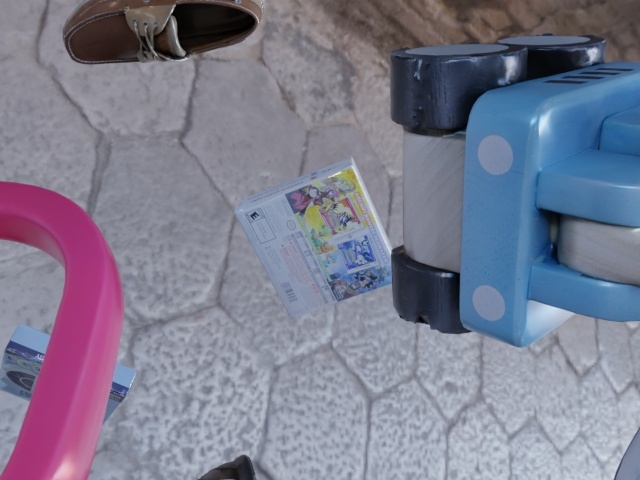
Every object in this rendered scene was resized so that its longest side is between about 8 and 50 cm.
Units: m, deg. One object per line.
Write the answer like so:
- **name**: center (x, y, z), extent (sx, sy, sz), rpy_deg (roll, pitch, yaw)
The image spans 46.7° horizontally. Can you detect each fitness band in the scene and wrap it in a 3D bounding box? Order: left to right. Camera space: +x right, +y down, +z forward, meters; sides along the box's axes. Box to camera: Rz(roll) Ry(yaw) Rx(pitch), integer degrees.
- **fitness band**: center (-0.220, 0.080, 0.402), extent (0.054, 0.208, 0.291), rpy_deg (87, 2, -47)

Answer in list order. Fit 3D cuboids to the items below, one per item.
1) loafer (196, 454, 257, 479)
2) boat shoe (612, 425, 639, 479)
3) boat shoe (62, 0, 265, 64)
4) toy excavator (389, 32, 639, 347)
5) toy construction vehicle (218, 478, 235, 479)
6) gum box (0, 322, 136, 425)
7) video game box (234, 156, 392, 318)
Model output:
- **loafer**: center (-0.095, 0.307, 0.793), extent (0.078, 0.220, 0.080), rpy_deg (-14, 98, -10)
- **boat shoe**: center (0.220, 0.193, 0.508), extent (0.083, 0.076, 0.226), rpy_deg (22, 92, -4)
- **boat shoe**: center (-0.242, -0.334, 1.138), extent (0.123, 0.324, 0.116), rpy_deg (71, 5, -45)
- **toy excavator**: center (0.229, -0.009, 0.489), extent (0.432, 0.445, 0.223), rpy_deg (-21, 117, -43)
- **toy construction vehicle**: center (-0.084, 0.228, 0.546), extent (0.098, 0.035, 0.086), rpy_deg (-67, 159, -13)
- **gum box**: center (-0.343, 0.186, 0.986), extent (0.156, 0.184, 0.041), rpy_deg (26, 57, -13)
- **video game box**: center (0.000, 0.000, 1.100), extent (0.048, 0.187, 0.205), rpy_deg (-84, 152, -60)
